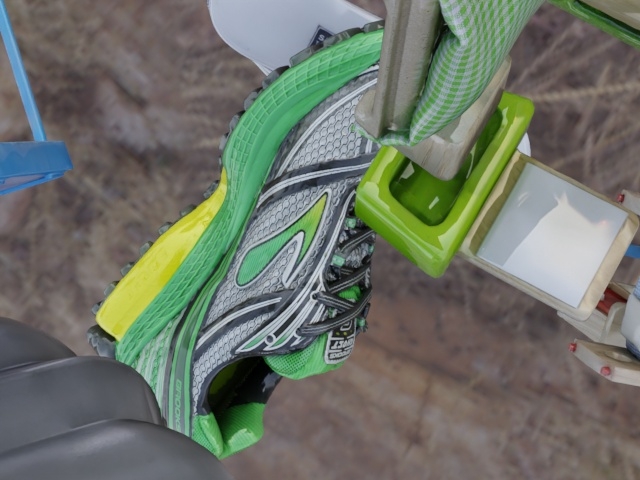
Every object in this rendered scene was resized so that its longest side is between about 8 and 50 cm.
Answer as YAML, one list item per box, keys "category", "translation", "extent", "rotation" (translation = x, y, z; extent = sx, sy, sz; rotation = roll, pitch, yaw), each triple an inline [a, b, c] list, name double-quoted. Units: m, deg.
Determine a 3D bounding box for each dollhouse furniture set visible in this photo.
- category: "dollhouse furniture set"
  translation: [0.125, -0.091, 0.722]
  extent: [0.151, 0.198, 0.301]
  rotation: [29, 164, 8]
- category: "dollhouse furniture set"
  translation: [0.244, 0.026, 1.304]
  extent: [0.129, 0.183, 0.129]
  rotation: [12, 102, -22]

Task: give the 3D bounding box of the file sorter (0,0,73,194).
- category: "file sorter"
  translation: [-0.183, -0.044, 0.541]
  extent: [0.170, 0.118, 0.105]
  rotation: [-16, 93, 4]

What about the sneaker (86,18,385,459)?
- category: "sneaker"
  translation: [0.000, 0.000, 1.108]
  extent: [0.146, 0.134, 0.343]
  rotation: [50, 116, 26]

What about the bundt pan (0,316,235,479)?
- category: "bundt pan"
  translation: [-0.115, 0.174, 0.655]
  extent: [0.330, 0.124, 0.331]
  rotation: [19, 119, 39]

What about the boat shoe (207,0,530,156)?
- category: "boat shoe"
  translation: [0.037, -0.119, 1.233]
  extent: [0.258, 0.084, 0.095]
  rotation: [37, 93, -7]
